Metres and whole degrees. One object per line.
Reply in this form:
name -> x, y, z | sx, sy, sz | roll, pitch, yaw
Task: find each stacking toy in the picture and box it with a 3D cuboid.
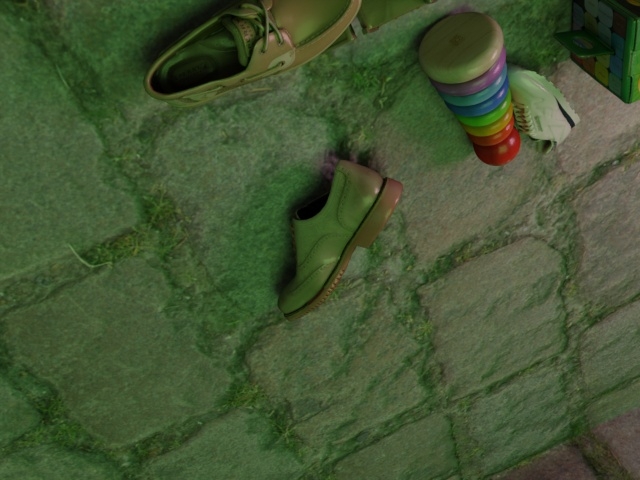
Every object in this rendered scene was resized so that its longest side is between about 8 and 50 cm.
stacking toy -> 0.285, -0.242, 1.303 | 0.141, 0.141, 0.330 | -32, 141, 5

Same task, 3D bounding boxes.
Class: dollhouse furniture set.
dollhouse furniture set -> 0.060, -0.397, 1.103 | 0.182, 0.101, 0.161 | -20, 102, 20

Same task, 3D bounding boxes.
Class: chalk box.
chalk box -> 0.553, -0.373, 1.264 | 0.289, 0.180, 0.179 | -22, 136, -3

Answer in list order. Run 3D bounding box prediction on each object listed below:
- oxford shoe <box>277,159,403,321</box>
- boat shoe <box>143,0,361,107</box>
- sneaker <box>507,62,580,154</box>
oxford shoe -> 0.000, 0.000, 1.419 | 0.146, 0.140, 0.397 | 31, 123, -8
boat shoe -> -0.094, -0.287, 1.046 | 0.341, 0.110, 0.122 | -29, 97, 9
sneaker -> 0.402, -0.245, 1.366 | 0.235, 0.090, 0.095 | 31, 103, -40
